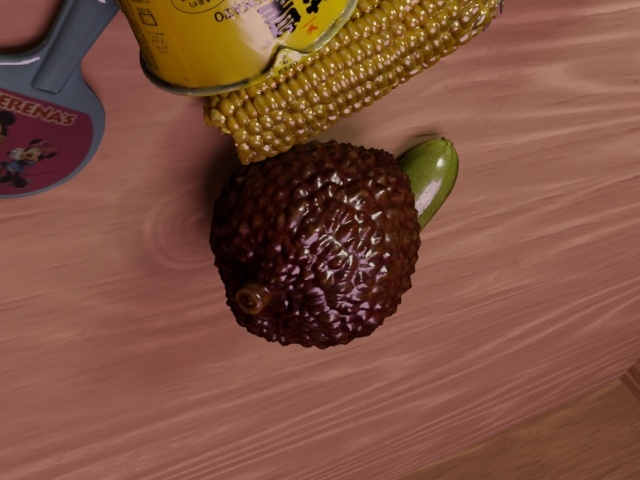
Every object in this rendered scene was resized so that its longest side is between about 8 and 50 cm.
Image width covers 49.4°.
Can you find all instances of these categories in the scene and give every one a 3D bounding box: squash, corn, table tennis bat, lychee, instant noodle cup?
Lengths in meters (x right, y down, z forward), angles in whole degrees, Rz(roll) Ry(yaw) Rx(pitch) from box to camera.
[{"bbox_3d":[0.071,0.001,0.946,0.094,0.095,0.341,8,130,-46],"label":"squash"},{"bbox_3d":[0.034,-0.181,0.662,0.317,0.115,0.115,-32,147,1],"label":"corn"},{"bbox_3d":[-0.237,-0.121,0.578,0.152,0.040,0.244,13,130,-48],"label":"table tennis bat"},{"bbox_3d":[0.000,0.000,0.768,0.271,0.236,0.236,-30,153,-43],"label":"lychee"},{"bbox_3d":[-0.076,-0.213,0.475,0.182,0.182,0.144,-31,139,-3],"label":"instant noodle cup"}]
